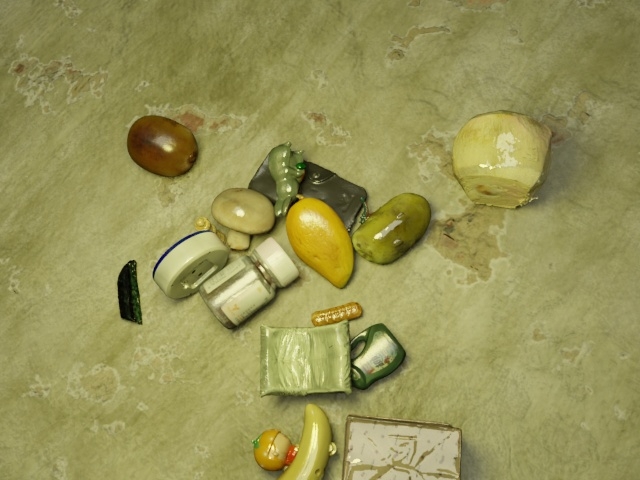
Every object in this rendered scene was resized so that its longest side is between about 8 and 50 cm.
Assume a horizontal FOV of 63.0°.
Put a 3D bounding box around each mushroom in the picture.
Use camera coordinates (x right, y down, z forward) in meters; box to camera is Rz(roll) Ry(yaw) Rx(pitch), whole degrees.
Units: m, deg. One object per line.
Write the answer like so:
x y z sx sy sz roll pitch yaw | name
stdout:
-0.247 -0.064 1.646 0.204 0.204 0.204 -2 70 6 | mushroom

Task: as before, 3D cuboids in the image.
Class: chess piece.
-0.348 -0.029 1.636 0.060 0.172 0.060 -3 70 7 | chess piece

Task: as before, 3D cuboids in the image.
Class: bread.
0.049 0.223 1.570 0.157 0.044 0.052 -15 64 0 | bread

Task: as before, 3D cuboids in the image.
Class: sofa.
-0.037 0.326 1.443 0.226 0.176 0.210 -11 69 30 | sofa

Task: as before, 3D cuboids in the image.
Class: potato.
0.235 -0.039 1.583 0.272 0.111 0.160 -39 92 -12 | potato

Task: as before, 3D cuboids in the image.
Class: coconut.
0.538 -0.256 1.560 0.297 0.297 0.254 14 74 11 | coconut

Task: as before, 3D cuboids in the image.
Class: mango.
0.000 0.000 1.601 0.177 0.119 0.316 -33 87 9 | mango

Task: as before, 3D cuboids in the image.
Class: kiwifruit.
-0.523 -0.314 1.750 0.234 0.196 0.195 17 73 12 | kiwifruit

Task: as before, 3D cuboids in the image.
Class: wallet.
-0.038 -0.159 1.714 0.378 0.051 0.197 29 77 13 | wallet

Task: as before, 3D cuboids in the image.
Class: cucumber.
-0.618 0.167 1.668 0.071 0.046 0.219 -16 70 9 | cucumber

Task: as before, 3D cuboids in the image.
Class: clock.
-0.386 0.075 1.572 0.230 0.230 0.083 -39 71 -8 | clock

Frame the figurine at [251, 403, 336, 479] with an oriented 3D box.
-0.084 0.599 1.416 0.222 0.124 0.324 16 70 15 | figurine

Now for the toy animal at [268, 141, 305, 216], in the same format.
-0.107 -0.187 1.661 0.138 0.108 0.236 -1 85 36 | toy animal

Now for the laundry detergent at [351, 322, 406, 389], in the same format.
0.126 0.347 1.502 0.222 0.078 0.144 -36 69 -4 | laundry detergent

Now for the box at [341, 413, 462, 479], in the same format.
0.202 0.578 1.351 0.297 0.190 0.225 3 72 8 | box

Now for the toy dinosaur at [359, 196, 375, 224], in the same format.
0.149 -0.065 1.649 0.055 0.049 0.154 -13 88 -6 | toy dinosaur

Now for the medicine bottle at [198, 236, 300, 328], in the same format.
-0.211 0.127 1.571 0.273 0.165 0.165 -36 71 -8 | medicine bottle
